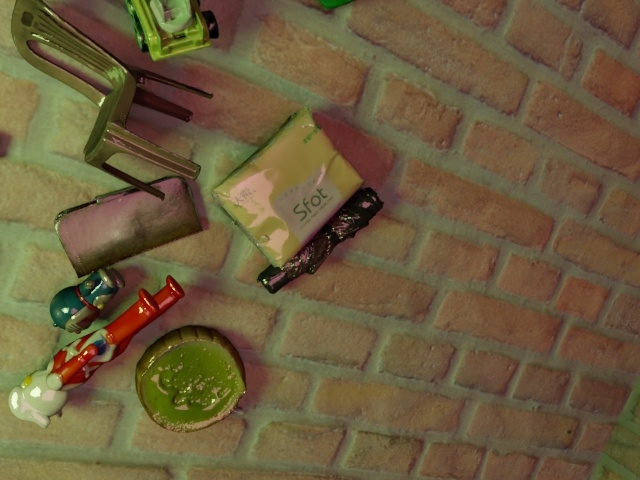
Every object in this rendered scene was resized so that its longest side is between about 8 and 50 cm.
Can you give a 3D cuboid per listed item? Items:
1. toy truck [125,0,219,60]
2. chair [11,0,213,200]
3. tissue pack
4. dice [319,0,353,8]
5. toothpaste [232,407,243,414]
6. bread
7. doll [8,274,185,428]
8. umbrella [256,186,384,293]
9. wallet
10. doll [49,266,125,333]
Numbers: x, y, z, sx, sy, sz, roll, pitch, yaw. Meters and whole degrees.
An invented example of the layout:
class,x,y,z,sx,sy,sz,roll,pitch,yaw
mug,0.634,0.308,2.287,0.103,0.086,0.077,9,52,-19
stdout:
class,x,y,z,sx,sy,sz,roll,pitch,yaw
toy truck,-0.261,-0.434,0.877,0.128,0.135,0.260,-21,79,-17
chair,-0.356,-0.224,0.904,0.326,0.175,0.183,22,67,-30
tissue pack,-0.066,-0.105,1.110,0.257,0.123,0.215,-45,112,-10
dice,0.048,-0.521,1.041,0.130,0.120,0.128,-33,115,-15
toothpaste,-0.217,0.385,1.265,0.083,0.015,0.024,17,99,-22
bread,-0.271,0.295,1.177,0.235,0.070,0.236,-6,106,-21
doll,-0.425,0.210,1.028,0.384,0.188,0.099,-41,91,6
umbrella,0.000,0.000,1.199,0.326,0.094,0.090,-40,104,-9
wallet,-0.362,-0.035,1.057,0.255,0.031,0.137,-22,113,-18
doll,-0.439,0.113,1.030,0.152,0.114,0.086,-39,80,0
